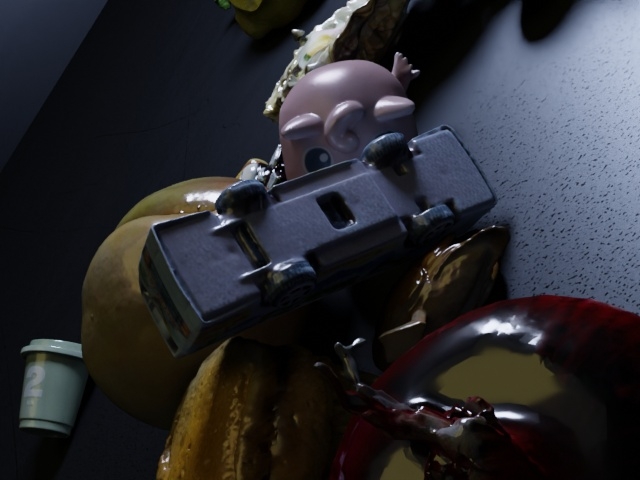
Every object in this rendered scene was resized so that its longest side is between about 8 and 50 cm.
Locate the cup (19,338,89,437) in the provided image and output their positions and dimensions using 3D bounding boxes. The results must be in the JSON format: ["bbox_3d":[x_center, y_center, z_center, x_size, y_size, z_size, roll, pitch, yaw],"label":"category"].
[{"bbox_3d":[-0.413,0.230,1.543,0.120,0.120,0.141,-17,60,52],"label":"cup"}]

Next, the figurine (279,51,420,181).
[{"bbox_3d":[0.038,-0.105,1.128,0.176,0.186,0.287,-19,5,-6],"label":"figurine"}]

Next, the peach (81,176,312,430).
[{"bbox_3d":[-0.125,0.062,1.094,0.292,0.247,0.292,-39,13,11],"label":"peach"}]

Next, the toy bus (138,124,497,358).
[{"bbox_3d":[0.000,0.000,0.906,0.109,0.329,0.136,59,148,17],"label":"toy bus"}]

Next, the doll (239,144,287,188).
[{"bbox_3d":[-0.086,-0.027,1.261,0.091,0.067,0.219,-85,18,-53],"label":"doll"}]

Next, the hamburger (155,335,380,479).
[{"bbox_3d":[-0.039,0.211,0.889,0.244,0.163,0.245,-42,35,40],"label":"hamburger"}]

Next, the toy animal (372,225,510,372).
[{"bbox_3d":[0.107,0.045,0.905,0.188,0.089,0.179,-53,12,21],"label":"toy animal"}]

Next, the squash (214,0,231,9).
[{"bbox_3d":[-0.078,-0.497,1.736,0.378,0.101,0.101,-20,46,52],"label":"squash"}]

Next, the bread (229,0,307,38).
[{"bbox_3d":[-0.085,-0.437,1.629,0.233,0.088,0.161,-31,76,46],"label":"bread"}]

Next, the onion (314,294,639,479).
[{"bbox_3d":[0.116,0.151,0.580,0.273,0.285,0.273,-17,53,24],"label":"onion"}]

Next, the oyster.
[{"bbox_3d":[0.064,-0.276,1.253,0.354,0.107,0.201,-43,20,14],"label":"oyster"}]

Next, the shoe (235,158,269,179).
[{"bbox_3d":[-0.102,-0.054,1.351,0.109,0.072,0.069,-49,24,18],"label":"shoe"}]
